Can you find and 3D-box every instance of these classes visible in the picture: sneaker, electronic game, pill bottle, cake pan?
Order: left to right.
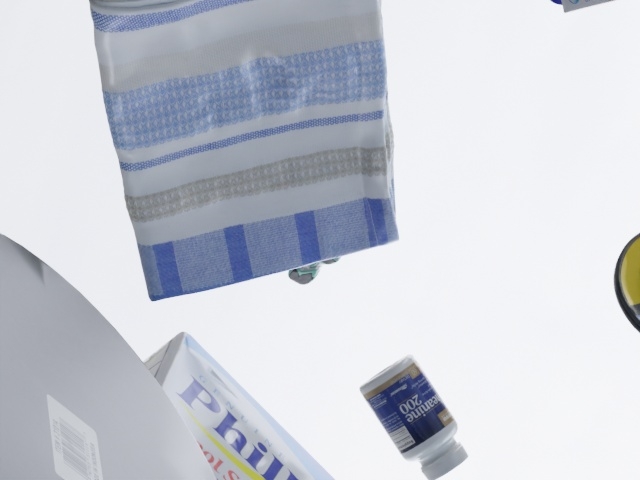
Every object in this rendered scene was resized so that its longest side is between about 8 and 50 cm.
[{"bbox_3d":[-0.123,0.106,0.768,0.054,0.293,0.293,-35,-150,14],"label":"cake pan"},{"bbox_3d":[0.000,0.000,1.988,0.098,0.038,0.069,-37,-152,42],"label":"sneaker"},{"bbox_3d":[0.097,0.181,1.797,0.067,0.120,0.067,-33,178,-1],"label":"pill bottle"},{"bbox_3d":[0.495,0.066,2.313,0.048,0.229,0.229,100,-4,-50],"label":"electronic game"}]

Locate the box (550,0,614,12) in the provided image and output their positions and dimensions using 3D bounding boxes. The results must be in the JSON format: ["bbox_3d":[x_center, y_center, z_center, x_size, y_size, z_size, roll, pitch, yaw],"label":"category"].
[{"bbox_3d":[0.262,-0.256,1.596,0.028,0.136,0.081,-27,103,-72],"label":"box"}]

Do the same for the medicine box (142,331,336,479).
[{"bbox_3d":[-0.095,0.259,1.409,0.149,0.263,0.289,-39,-167,21],"label":"medicine box"}]

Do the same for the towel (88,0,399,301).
[{"bbox_3d":[-0.045,-0.082,1.274,0.034,0.209,0.285,-114,-166,-48],"label":"towel"}]
